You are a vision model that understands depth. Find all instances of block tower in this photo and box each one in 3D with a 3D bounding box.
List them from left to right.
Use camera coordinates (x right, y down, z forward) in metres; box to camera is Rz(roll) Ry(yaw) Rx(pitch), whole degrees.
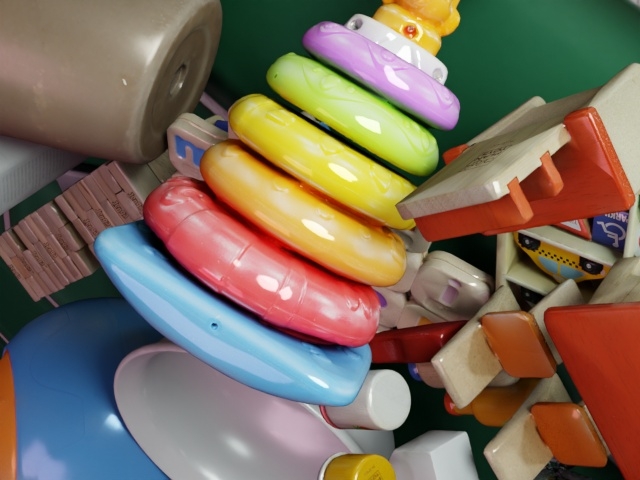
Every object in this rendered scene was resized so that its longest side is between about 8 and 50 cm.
[{"bbox_3d":[-0.233,-0.026,0.962,0.335,0.091,0.097,-19,110,48],"label":"block tower"}]

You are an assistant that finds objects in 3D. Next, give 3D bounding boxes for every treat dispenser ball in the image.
[{"bbox_3d":[-0.254,0.211,1.071,0.288,0.288,0.288,31,142,28],"label":"treat dispenser ball"}]

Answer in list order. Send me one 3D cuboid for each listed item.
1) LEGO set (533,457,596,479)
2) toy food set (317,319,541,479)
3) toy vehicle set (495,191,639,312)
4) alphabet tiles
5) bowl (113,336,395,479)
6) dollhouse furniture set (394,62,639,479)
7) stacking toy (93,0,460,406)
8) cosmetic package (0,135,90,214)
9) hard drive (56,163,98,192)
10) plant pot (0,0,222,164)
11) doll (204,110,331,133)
[{"bbox_3d":[0.210,0.238,0.568,0.331,0.255,0.192,11,113,44],"label":"LEGO set"},{"bbox_3d":[0.067,0.123,0.670,0.104,0.232,0.111,-12,94,50],"label":"toy food set"},{"bbox_3d":[0.230,0.036,0.552,0.266,0.035,0.166,24,138,35],"label":"toy vehicle set"},{"bbox_3d":[0.000,0.000,0.741,0.284,0.021,0.278,29,153,11],"label":"alphabet tiles"},{"bbox_3d":[-0.043,0.165,0.887,0.297,0.134,0.298,19,139,18],"label":"bowl"},{"bbox_3d":[0.160,0.052,0.492,0.262,0.135,0.259,-13,111,54],"label":"dollhouse furniture set"},{"bbox_3d":[0.017,-0.070,0.541,0.175,0.302,0.166,31,-172,3],"label":"stacking toy"},{"bbox_3d":[-0.303,-0.108,0.875,0.117,0.231,0.085,45,148,9],"label":"cosmetic package"},{"bbox_3d":[-0.258,-0.044,1.074,0.135,0.022,0.094,13,131,44],"label":"hard drive"},{"bbox_3d":[-0.209,-0.175,0.726,0.229,0.263,0.263,25,143,5],"label":"plant pot"},{"bbox_3d":[-0.018,-0.050,0.758,0.189,0.046,0.129,18,132,32],"label":"doll"}]
